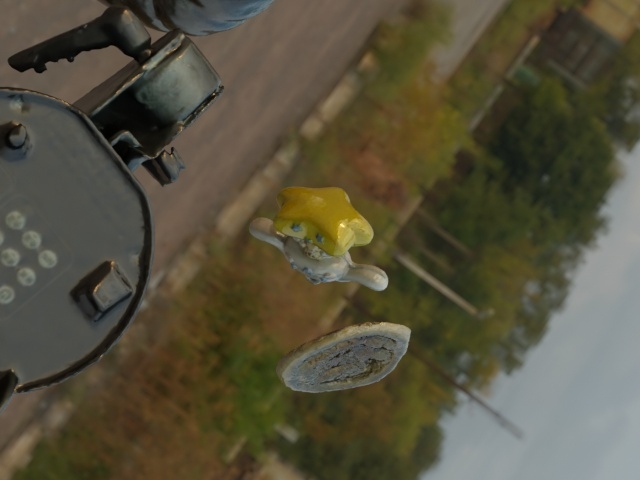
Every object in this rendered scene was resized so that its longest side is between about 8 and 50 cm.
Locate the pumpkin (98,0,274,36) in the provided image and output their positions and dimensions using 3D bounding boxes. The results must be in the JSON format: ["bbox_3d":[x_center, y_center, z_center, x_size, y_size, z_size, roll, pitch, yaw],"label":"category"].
[{"bbox_3d":[-0.147,-0.328,1.605,0.296,0.296,0.296,-54,178,-3],"label":"pumpkin"}]

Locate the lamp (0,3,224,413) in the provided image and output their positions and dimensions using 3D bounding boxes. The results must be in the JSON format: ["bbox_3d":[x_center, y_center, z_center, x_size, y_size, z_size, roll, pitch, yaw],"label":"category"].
[{"bbox_3d":[-0.249,0.002,1.150,0.374,0.205,0.272,-47,-163,-31],"label":"lamp"}]

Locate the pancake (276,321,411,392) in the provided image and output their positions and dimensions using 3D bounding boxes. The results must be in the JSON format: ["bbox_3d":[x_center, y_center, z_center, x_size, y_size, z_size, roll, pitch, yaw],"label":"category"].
[{"bbox_3d":[0.024,0.113,1.569,0.139,0.022,0.139,-11,152,-6],"label":"pancake"}]

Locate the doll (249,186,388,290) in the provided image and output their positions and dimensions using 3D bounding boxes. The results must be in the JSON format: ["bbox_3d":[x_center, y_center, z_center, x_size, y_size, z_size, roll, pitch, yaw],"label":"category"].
[{"bbox_3d":[-0.007,-0.003,1.503,0.071,0.135,0.113,-57,141,-35],"label":"doll"}]
